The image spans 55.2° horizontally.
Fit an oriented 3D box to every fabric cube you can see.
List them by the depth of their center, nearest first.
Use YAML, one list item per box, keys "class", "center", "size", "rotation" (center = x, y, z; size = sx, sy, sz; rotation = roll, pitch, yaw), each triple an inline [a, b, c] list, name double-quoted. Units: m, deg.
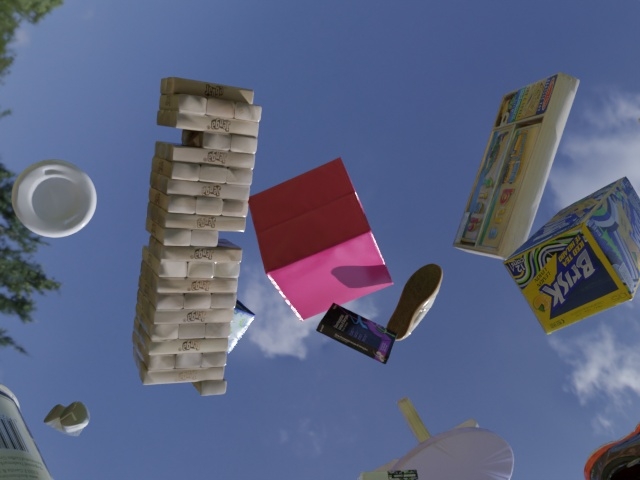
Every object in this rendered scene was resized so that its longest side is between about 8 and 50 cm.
- class: "fabric cube"
  center: [0.000, 0.000, 1.522]
  size: [0.258, 0.254, 0.259]
  rotation: [-23, -128, 6]

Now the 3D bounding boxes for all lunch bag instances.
- class: "lunch bag"
  center: [-0.262, 0.202, 1.568]
  size: [0.129, 0.151, 0.096]
  rotation: [-55, -169, 7]

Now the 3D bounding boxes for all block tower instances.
- class: "block tower"
  center: [-0.141, -0.002, 0.670]
  size: [0.091, 0.097, 0.335]
  rotation: [23, -72, 61]

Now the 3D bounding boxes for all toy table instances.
- class: "toy table"
  center: [0.229, 0.452, 1.229]
  size: [0.274, 0.252, 0.161]
  rotation: [-13, -175, -9]

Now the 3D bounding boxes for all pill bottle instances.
- class: "pill bottle"
  center: [-0.392, -0.063, 0.906]
  size: [0.108, 0.108, 0.180]
  rotation: [-60, -159, -8]

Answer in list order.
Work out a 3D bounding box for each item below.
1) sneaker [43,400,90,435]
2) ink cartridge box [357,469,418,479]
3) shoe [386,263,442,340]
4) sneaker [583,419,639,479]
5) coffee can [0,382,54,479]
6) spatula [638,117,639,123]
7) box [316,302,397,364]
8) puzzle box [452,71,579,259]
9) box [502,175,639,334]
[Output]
- class: "sneaker"
  center: [-0.478, 0.350, 1.188]
  size: [0.152, 0.061, 0.054]
  rotation: [-15, -147, 45]
- class: "ink cartridge box"
  center: [0.076, 0.298, 0.628]
  size: [0.063, 0.029, 0.115]
  rotation: [1, -126, -9]
- class: "shoe"
  center: [0.233, 0.154, 1.519]
  size: [0.076, 0.058, 0.219]
  rotation: [30, -100, 27]
- class: "sneaker"
  center: [0.323, 0.193, 0.570]
  size: [0.061, 0.065, 0.158]
  rotation: [45, -83, 6]
- class: "coffee can"
  center: [-0.294, 0.274, 0.484]
  size: [0.201, 0.201, 0.275]
  rotation: [-49, -122, 3]
- class: "spatula"
  center: [0.614, -0.140, 0.931]
  size: [0.168, 0.019, 0.242]
  rotation: [-3, -141, -1]
- class: "box"
  center: [0.080, 0.197, 1.315]
  size: [0.162, 0.116, 0.029]
  rotation: [24, -70, 8]
- class: "puzzle box"
  center: [0.434, -0.158, 1.397]
  size: [0.272, 0.052, 0.409]
  rotation: [-161, -91, -80]
- class: "box"
  center: [0.188, 0.004, 0.427]
  size: [0.059, 0.169, 0.054]
  rotation: [-34, -97, 36]
